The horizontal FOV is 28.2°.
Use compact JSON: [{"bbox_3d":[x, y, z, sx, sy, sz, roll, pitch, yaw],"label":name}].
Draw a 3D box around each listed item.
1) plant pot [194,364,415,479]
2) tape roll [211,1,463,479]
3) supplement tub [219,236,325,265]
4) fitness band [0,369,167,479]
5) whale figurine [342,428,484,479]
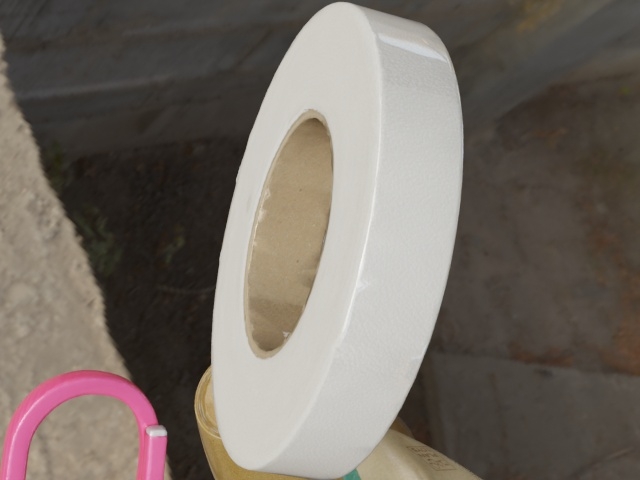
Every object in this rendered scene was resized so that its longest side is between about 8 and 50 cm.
[{"bbox_3d":[-0.038,0.230,1.461,0.254,0.237,0.237,54,35,-48],"label":"plant pot"},{"bbox_3d":[0.000,0.000,1.049,0.072,0.392,0.392,12,59,-18],"label":"tape roll"},{"bbox_3d":[-0.034,0.012,1.597,0.117,0.117,0.190,54,29,1],"label":"supplement tub"},{"bbox_3d":[-0.309,0.312,1.654,0.209,0.054,0.291,4,100,-24],"label":"fitness band"},{"bbox_3d":[0.084,0.277,1.257,0.272,0.141,0.216,39,18,33],"label":"whale figurine"}]
